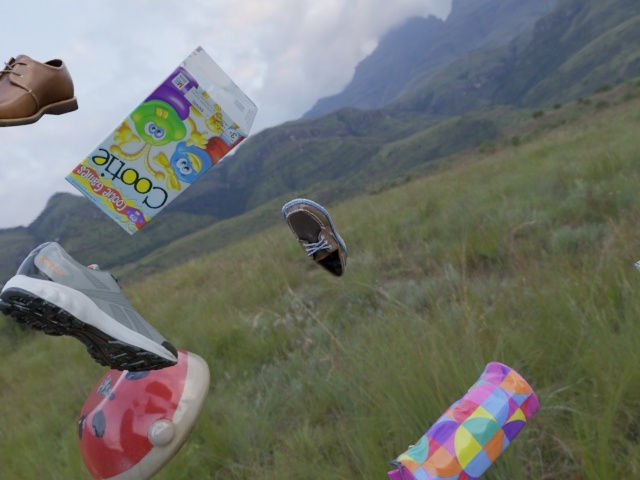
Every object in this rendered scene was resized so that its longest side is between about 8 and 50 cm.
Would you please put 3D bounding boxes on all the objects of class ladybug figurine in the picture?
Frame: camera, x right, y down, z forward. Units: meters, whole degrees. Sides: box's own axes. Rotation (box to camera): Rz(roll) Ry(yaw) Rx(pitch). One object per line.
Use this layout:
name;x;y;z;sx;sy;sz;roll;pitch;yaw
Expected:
ladybug figurine;-0.372;0.339;1.085;0.305;0.162;0.449;-55;16;-25

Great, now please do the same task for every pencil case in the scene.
pencil case;0.210;0.285;0.779;0.236;0.104;0.104;-36;2;-17

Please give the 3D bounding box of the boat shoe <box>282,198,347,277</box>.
boat shoe;0.000;0.000;0.903;0.066;0.066;0.183;-28;-43;17

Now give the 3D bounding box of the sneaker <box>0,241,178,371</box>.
sneaker;-0.290;0.101;0.732;0.100;0.271;0.108;-17;46;24

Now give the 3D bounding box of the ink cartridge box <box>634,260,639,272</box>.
ink cartridge box;0.501;0.066;0.556;0.224;0.223;0.045;-33;-10;20

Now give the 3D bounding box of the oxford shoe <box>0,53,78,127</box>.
oxford shoe;-0.361;-0.176;0.624;0.076;0.076;0.212;5;25;1

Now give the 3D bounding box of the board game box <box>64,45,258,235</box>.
board game box;-0.257;-0.163;0.883;0.275;0.142;0.144;-36;24;20
